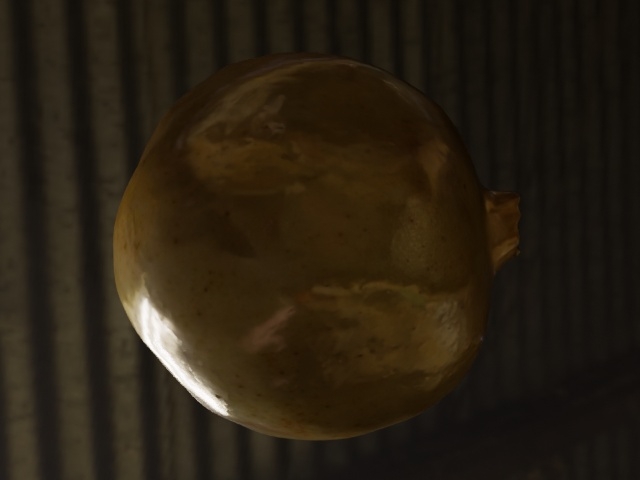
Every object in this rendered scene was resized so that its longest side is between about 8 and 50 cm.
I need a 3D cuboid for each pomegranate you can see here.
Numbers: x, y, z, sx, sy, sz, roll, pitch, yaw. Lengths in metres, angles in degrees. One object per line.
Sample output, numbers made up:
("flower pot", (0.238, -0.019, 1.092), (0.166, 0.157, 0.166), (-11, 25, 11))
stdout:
("pomegranate", (-0.007, 0.002, 0.978), (0.233, 0.233, 0.233), (-13, -75, -55))
